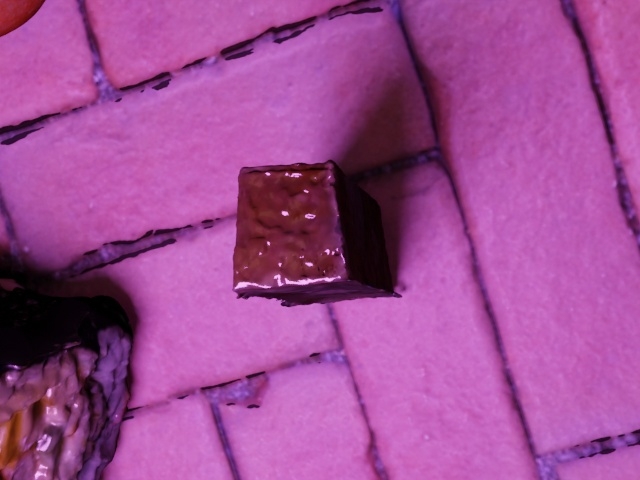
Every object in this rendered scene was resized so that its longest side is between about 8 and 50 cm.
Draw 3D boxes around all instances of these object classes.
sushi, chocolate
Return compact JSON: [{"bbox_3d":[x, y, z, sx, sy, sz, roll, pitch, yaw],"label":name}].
[{"bbox_3d":[-0.391,0.190,1.096,0.285,0.328,0.328,17,115,22],"label":"sushi"},{"bbox_3d":[0.000,0.000,0.990,0.112,0.321,0.112,-5,84,10],"label":"chocolate"}]

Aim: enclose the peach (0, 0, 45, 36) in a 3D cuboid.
[{"bbox_3d":[-0.376,-0.314,1.054,0.252,0.252,0.252,1,98,11],"label":"peach"}]
